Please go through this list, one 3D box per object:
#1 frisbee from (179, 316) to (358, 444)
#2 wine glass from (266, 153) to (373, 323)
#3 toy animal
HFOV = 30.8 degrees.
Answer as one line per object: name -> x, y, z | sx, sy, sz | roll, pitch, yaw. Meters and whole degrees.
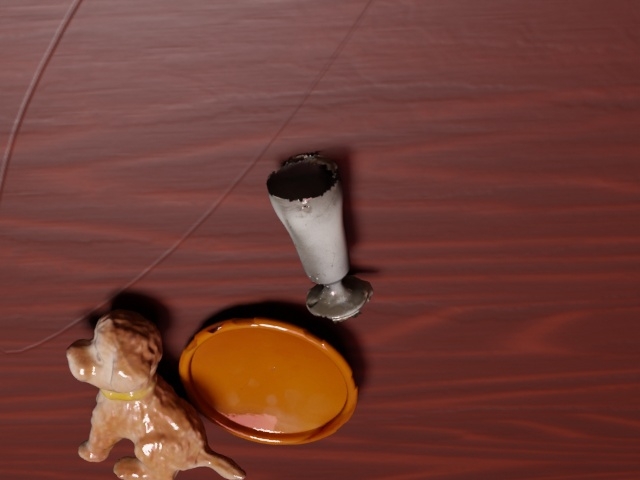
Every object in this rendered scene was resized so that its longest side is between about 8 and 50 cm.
frisbee -> -0.053, 0.144, 1.228 | 0.192, 0.035, 0.192 | 6, 131, 7
wine glass -> 0.000, 0.000, 1.095 | 0.072, 0.072, 0.155 | -10, 128, 9
toy animal -> -0.162, 0.157, 1.187 | 0.184, 0.104, 0.185 | 12, 122, 16
